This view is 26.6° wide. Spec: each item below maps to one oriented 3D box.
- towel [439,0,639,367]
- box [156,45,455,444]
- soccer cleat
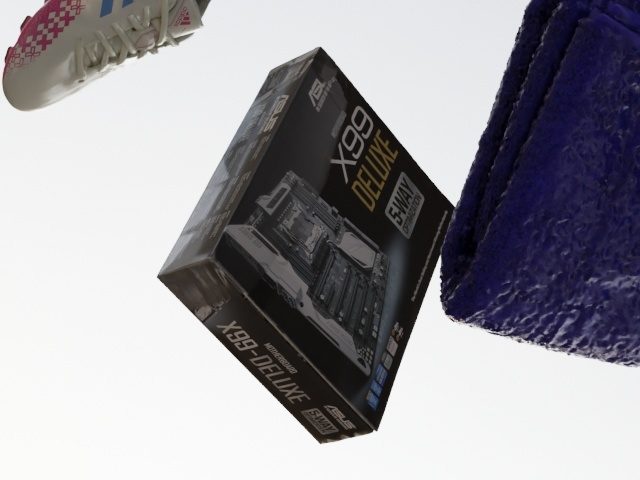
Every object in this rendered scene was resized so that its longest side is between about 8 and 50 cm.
[{"bbox_3d":[0.239,-0.020,0.837,0.076,0.308,0.227,34,-72,64],"label":"towel"},{"bbox_3d":[0.000,0.000,1.302,0.076,0.307,0.242,-20,-58,38],"label":"box"},{"bbox_3d":[-0.226,-0.259,1.591,0.143,0.331,0.116,37,-16,32],"label":"soccer cleat"}]
